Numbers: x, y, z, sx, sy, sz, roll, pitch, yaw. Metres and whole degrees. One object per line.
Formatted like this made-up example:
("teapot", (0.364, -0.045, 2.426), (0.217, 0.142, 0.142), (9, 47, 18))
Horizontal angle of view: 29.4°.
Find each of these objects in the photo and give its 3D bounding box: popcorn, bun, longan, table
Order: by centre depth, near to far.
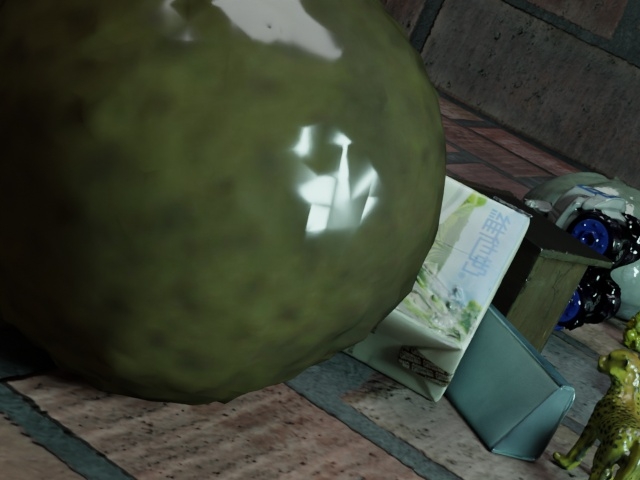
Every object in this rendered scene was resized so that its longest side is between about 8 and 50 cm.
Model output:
("longan", (-0.096, -0.061, 0.976), (0.391, 0.391, 0.391), (23, 16, -7))
("table", (0.214, 0.042, 1.522), (0.172, 0.169, 0.193), (9, 23, -44))
("popcorn", (0.483, 0.132, 1.817), (0.068, 0.083, 0.059), (-6, 29, 9))
("bun", (0.481, 0.000, 2.020), (0.354, 0.194, 0.354), (24, 14, -6))

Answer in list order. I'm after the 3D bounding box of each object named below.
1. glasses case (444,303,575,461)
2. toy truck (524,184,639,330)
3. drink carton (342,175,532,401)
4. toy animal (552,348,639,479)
("glasses case", (0.178, 0.135, 1.334), (0.056, 0.105, 0.266), (47, 3, -32))
("toy truck", (0.337, 0.022, 1.697), (0.177, 0.213, 0.161), (29, 14, 30))
("drink carton", (0.031, 0.001, 1.303), (0.324, 0.132, 0.194), (27, 56, 9))
("toy animal", (0.288, 0.196, 1.192), (0.073, 0.136, 0.181), (26, 16, 2))
